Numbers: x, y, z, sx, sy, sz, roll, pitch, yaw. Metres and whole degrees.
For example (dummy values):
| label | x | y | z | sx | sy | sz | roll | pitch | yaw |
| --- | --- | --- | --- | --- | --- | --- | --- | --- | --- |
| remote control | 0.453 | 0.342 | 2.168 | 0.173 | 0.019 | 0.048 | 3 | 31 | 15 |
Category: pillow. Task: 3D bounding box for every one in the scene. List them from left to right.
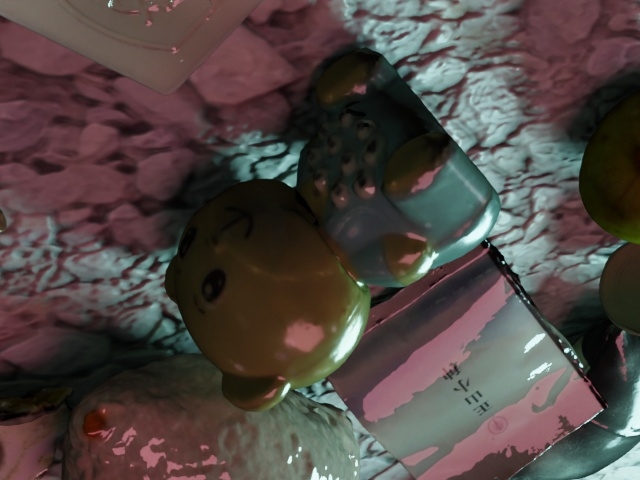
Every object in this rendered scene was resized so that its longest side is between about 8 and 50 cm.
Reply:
| label | x | y | z | sx | sy | sz | roll | pitch | yaw |
| --- | --- | --- | --- | --- | --- | --- | --- | --- | --- |
| pillow | 0.292 | 0.173 | 1.714 | 0.186 | 0.106 | 0.250 | 1 | 134 | -44 |

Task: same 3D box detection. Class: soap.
| label | x | y | z | sx | sy | sz | roll | pitch | yaw |
| --- | --- | --- | --- | --- | --- | --- | --- | --- | --- |
| soap | -0.132 | -0.180 | 1.067 | 0.121 | 0.064 | 0.183 | -44 | 140 | 21 |

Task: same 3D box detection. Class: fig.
| label | x | y | z | sx | sy | sz | roll | pitch | yaw |
| --- | --- | --- | --- | --- | --- | --- | --- | --- | --- |
| fig | 0.313 | -0.068 | 1.448 | 0.142 | 0.148 | 0.186 | -69 | 169 | 22 |

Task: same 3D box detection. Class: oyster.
| label | x | y | z | sx | sy | sz | roll | pitch | yaw |
| --- | --- | --- | --- | --- | --- | --- | --- | --- | --- |
| oyster | -0.312 | 0.196 | 1.358 | 0.223 | 0.083 | 0.214 | -19 | 154 | -43 |

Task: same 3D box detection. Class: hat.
| label | x | y | z | sx | sy | sz | roll | pitch | yaw |
| --- | --- | --- | --- | --- | --- | --- | --- | --- | --- |
| hat | 0.364 | 0.075 | 1.631 | 0.173 | 0.166 | 0.144 | -12 | 143 | -1 |

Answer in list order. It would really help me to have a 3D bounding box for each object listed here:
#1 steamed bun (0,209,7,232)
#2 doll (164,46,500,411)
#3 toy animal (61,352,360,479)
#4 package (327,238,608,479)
| label | x | y | z | sx | sy | sz | roll | pitch | yaw |
| --- | --- | --- | --- | --- | --- | --- | --- | --- | --- |
| steamed bun | -0.337 | -0.019 | 1.077 | 0.231 | 0.110 | 0.212 | -25 | 142 | -11 |
| doll | 0.000 | 0.000 | 1.270 | 0.261 | 0.177 | 0.161 | -40 | 141 | 5 |
| toy animal | -0.108 | 0.213 | 1.426 | 0.226 | 0.188 | 0.358 | -46 | 140 | 10 |
| package | 0.133 | 0.127 | 1.557 | 0.204 | 0.062 | 0.251 | -35 | 117 | 6 |
